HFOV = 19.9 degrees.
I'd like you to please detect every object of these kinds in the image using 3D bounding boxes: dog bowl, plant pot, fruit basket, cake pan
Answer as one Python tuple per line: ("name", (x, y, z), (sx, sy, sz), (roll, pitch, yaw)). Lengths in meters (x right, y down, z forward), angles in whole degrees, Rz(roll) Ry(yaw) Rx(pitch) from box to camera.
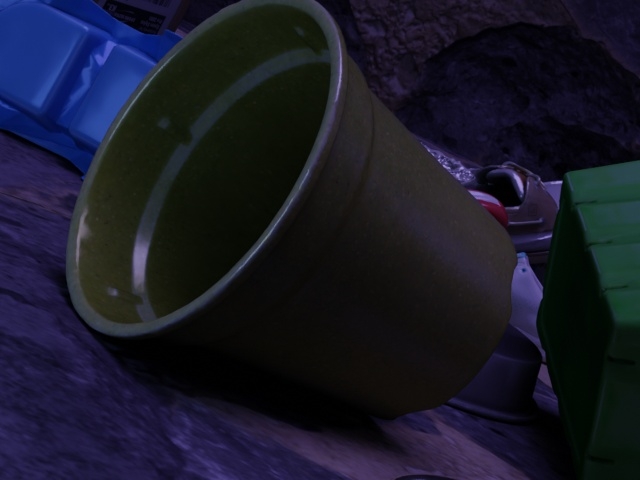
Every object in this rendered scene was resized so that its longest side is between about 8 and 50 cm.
("dog bowl", (-0.226, -0.150, 1.786), (0.297, 0.166, 0.074), (29, -2, 15))
("plant pot", (0.000, 0.000, 1.335), (0.254, 0.276, 0.276), (33, 4, -33))
("fruit basket", (0.390, 0.103, 1.585), (0.392, 0.283, 0.392), (5, 26, -3))
("cake pan", (0.080, 0.074, 1.685), (0.293, 0.054, 0.293), (25, 10, -5))

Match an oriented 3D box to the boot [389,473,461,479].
("boot", (0.071, 0.172, 1.096), (0.198, 0.077, 0.137), (36, -3, -38))

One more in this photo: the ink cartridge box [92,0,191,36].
("ink cartridge box", (-0.267, -0.276, 2.231), (0.088, 0.193, 0.235), (32, 11, 21))

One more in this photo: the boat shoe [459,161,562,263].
("boat shoe", (0.224, -0.034, 2.117), (0.302, 0.103, 0.113), (-18, 30, -36))

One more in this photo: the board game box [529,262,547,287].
("board game box", (0.376, 0.114, 2.142), (0.224, 0.097, 0.303), (19, 12, -35))

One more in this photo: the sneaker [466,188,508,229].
("sneaker", (0.110, 0.017, 1.898), (0.221, 0.087, 0.128), (-11, 35, -16))

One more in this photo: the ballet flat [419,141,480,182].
("ballet flat", (0.201, -0.013, 2.305), (0.409, 0.147, 0.147), (20, 9, 5))

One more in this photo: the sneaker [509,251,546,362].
("sneaker", (0.187, 0.048, 1.991), (0.212, 0.094, 0.080), (27, 11, 5))
